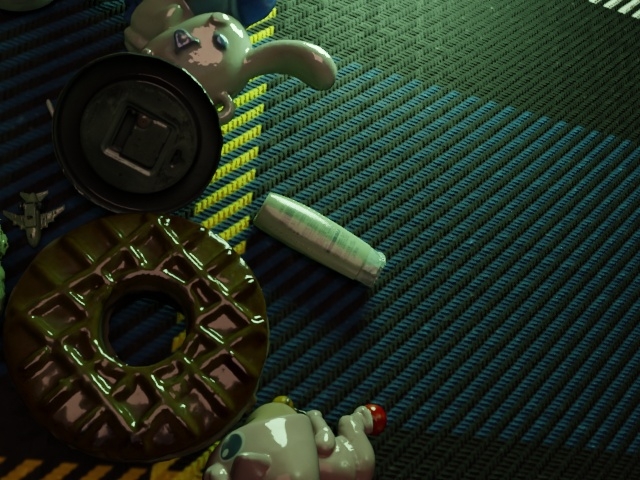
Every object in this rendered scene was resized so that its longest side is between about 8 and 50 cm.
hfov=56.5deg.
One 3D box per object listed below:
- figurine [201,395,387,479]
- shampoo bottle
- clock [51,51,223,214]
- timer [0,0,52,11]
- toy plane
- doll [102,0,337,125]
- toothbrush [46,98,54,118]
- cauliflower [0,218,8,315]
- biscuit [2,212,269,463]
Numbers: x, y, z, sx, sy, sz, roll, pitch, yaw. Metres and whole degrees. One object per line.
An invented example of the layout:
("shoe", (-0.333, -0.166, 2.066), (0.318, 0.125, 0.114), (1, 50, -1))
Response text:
("figurine", (-0.029, 0.297, 0.770), (0.287, 0.176, 0.186), (5, 26, -34))
("shampoo bottle", (0.000, 0.000, 0.928), (0.212, 0.049, 0.072), (32, 59, -5))
("clock", (-0.249, -0.144, 0.825), (0.225, 0.049, 0.226), (-3, 109, -9))
("timer", (-0.490, -0.493, 0.917), (0.237, 0.087, 0.262), (25, 65, -10))
("toy plane", (-0.390, -0.031, 0.809), (0.080, 0.033, 0.083), (-5, 72, -10))
("doll", (-0.202, -0.341, 0.907), (0.375, 0.187, 0.366), (-10, 73, -22))
("toothbrush", (-0.379, -0.149, 0.870), (0.013, 0.011, 0.131), (-21, 79, -12))
("cauliflower", (-0.497, 0.057, 0.650), (0.250, 0.275, 0.273), (17, 87, 25))
("biscuit", (-0.224, 0.113, 0.760), (0.331, 0.103, 0.332), (6, 64, -12))
